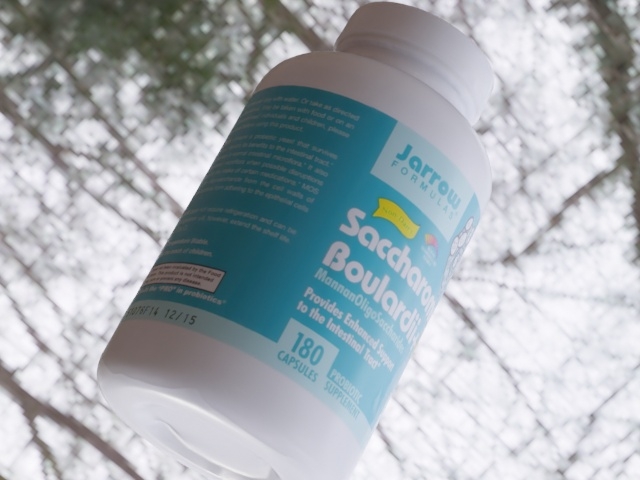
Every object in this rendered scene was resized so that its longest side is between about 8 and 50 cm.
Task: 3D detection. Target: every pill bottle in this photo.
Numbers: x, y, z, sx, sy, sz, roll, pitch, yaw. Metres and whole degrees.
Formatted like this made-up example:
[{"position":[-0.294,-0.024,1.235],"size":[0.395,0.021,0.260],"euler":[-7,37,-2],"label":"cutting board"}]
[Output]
[{"position":[0.000,0.000,0.966],"size":[0.146,0.146,0.264],"euler":[4,-122,47],"label":"pill bottle"}]
